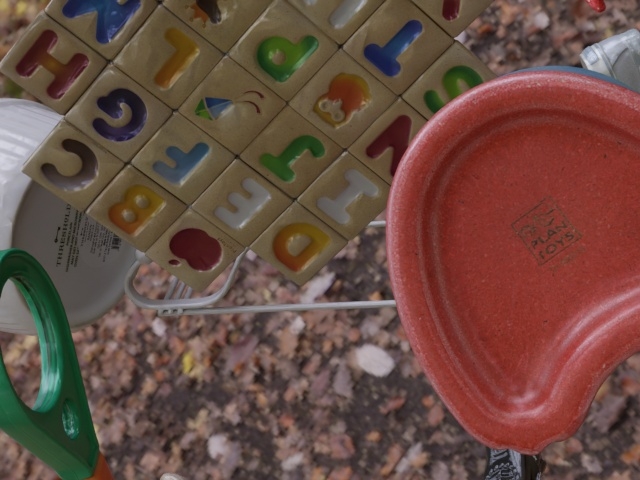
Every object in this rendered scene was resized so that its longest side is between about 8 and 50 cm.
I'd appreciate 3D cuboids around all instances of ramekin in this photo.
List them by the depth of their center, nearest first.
[{"bbox_3d":[-0.242,-0.015,0.914,0.109,0.207,0.207,12,66,31],"label":"ramekin"}]

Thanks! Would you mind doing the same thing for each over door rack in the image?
[{"bbox_3d":[0.000,0.000,1.012,0.324,0.108,0.239,8,20,1],"label":"over door rack"}]

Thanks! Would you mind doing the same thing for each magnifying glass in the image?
[{"bbox_3d":[-0.141,0.106,0.585,0.026,0.230,0.092,-13,32,9],"label":"magnifying glass"}]

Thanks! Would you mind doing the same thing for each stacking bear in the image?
[{"bbox_3d":[0.141,-0.021,0.624,0.175,0.164,0.289,-37,-2,17],"label":"stacking bear"}]

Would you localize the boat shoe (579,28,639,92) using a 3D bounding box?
[{"bbox_3d":[0.364,-0.136,1.166,0.081,0.227,0.079,-29,36,16],"label":"boat shoe"}]

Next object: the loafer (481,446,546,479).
[{"bbox_3d":[0.254,0.298,1.343,0.080,0.078,0.220,-28,44,50],"label":"loafer"}]

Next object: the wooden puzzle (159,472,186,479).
[{"bbox_3d":[-0.161,0.500,1.460,0.081,0.322,0.347,-8,75,-13],"label":"wooden puzzle"}]

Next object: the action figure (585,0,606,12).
[{"bbox_3d":[0.353,-0.442,1.404,0.092,0.280,0.139,-26,60,8],"label":"action figure"}]

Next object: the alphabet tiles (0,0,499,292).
[{"bbox_3d":[-0.046,-0.115,0.755,0.342,0.285,0.011,-44,24,22],"label":"alphabet tiles"}]
